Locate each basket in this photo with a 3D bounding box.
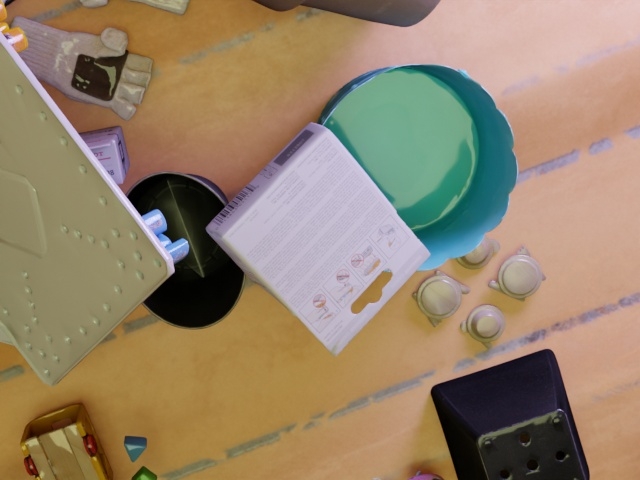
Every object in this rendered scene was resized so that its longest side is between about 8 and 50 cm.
[{"bbox_3d":[-0.179,-0.010,1.788,0.154,0.227,0.204,-21,103,0],"label":"basket"}]

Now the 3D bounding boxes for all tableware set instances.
[{"bbox_3d":[0.224,0.065,1.937,0.141,0.020,0.168,35,98,-8],"label":"tableware set"}]

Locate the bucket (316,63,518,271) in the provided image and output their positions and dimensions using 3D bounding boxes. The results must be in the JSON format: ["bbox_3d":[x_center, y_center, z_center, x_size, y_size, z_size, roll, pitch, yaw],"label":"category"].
[{"bbox_3d":[0.113,-0.104,1.812,0.281,0.183,0.281,-1,102,-3],"label":"bucket"}]

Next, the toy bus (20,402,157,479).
[{"bbox_3d":[-0.337,0.328,1.906,0.191,0.104,0.202,25,102,-11],"label":"toy bus"}]

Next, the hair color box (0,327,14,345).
[{"bbox_3d":[-0.379,0.066,1.879,0.093,0.053,0.167,16,101,-5],"label":"hair color box"}]

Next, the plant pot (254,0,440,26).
[{"bbox_3d":[0.049,-0.383,1.735,0.229,0.263,0.263,22,99,-25],"label":"plant pot"}]

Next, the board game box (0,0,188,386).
[{"bbox_3d":[-0.366,-0.048,1.697,0.390,0.050,0.390,52,139,2],"label":"board game box"}]

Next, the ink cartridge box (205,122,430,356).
[{"bbox_3d":[0.000,0.000,1.696,0.189,0.066,0.232,-46,123,-9],"label":"ink cartridge box"}]

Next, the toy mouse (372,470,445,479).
[{"bbox_3d":[0.133,0.366,1.965,0.143,0.031,0.161,33,126,-15],"label":"toy mouse"}]

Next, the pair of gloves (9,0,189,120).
[{"bbox_3d":[-0.294,-0.300,1.817,0.204,0.042,0.240,25,98,-8],"label":"pair of gloves"}]

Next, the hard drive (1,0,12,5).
[{"bbox_3d":[-0.597,-0.326,1.781,0.339,0.064,0.237,-31,101,3],"label":"hard drive"}]

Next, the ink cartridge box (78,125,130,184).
[{"bbox_3d":[-0.310,-0.101,1.784,0.104,0.180,0.060,-11,103,-2],"label":"ink cartridge box"}]

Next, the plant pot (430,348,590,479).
[{"bbox_3d":[0.278,0.283,1.909,0.187,0.167,0.188,-18,101,-1],"label":"plant pot"}]
